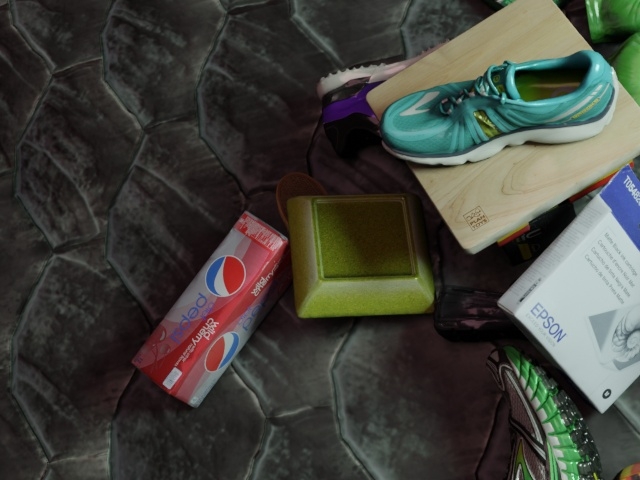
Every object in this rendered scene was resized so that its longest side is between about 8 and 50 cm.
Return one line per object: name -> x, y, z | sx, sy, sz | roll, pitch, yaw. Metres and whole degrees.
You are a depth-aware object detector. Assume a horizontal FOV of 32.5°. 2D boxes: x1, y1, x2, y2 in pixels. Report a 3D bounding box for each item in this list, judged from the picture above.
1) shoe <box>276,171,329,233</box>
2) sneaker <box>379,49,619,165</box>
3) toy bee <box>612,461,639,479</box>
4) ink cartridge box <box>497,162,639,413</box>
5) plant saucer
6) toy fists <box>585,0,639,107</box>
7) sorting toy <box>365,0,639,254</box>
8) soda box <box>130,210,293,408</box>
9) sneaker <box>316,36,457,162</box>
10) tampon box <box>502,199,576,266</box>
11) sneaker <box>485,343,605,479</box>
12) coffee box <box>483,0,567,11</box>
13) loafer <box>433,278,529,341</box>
shoe -> 0.000, 0.000, 1.518 | 0.076, 0.058, 0.219 | -23, 62, -13
sneaker -> 0.196, -0.163, 1.247 | 0.275, 0.110, 0.107 | -12, 64, 14
toy bee -> 0.463, 0.319, 1.167 | 0.298, 0.195, 0.162 | 36, 104, -8
ink cartridge box -> 0.344, 0.061, 1.286 | 0.224, 0.223, 0.045 | -48, 33, -3
plant saucer -> 0.056, 0.007, 1.454 | 0.188, 0.045, 0.188 | -2, 58, -7
toy fists -> 0.431, -0.267, 1.454 | 0.142, 0.096, 0.279 | -9, 65, 16
sorting toy -> 0.230, -0.135, 1.338 | 0.257, 0.089, 0.255 | -31, 61, 3
soda box -> -0.137, 0.096, 1.512 | 0.083, 0.092, 0.263 | 34, 84, 28
sneaker -> 0.141, -0.180, 1.528 | 0.293, 0.102, 0.146 | -13, 69, 20
tampon box -> 0.255, -0.070, 1.422 | 0.101, 0.120, 0.161 | -24, 62, 9
sneaker -> 0.251, 0.280, 1.276 | 0.146, 0.134, 0.343 | -23, 60, 17
coffee box -> 0.325, -0.390, 1.570 | 0.184, 0.040, 0.113 | -42, 56, -1
loafer -> 0.253, 0.086, 1.384 | 0.223, 0.076, 0.078 | 0, 66, 18
